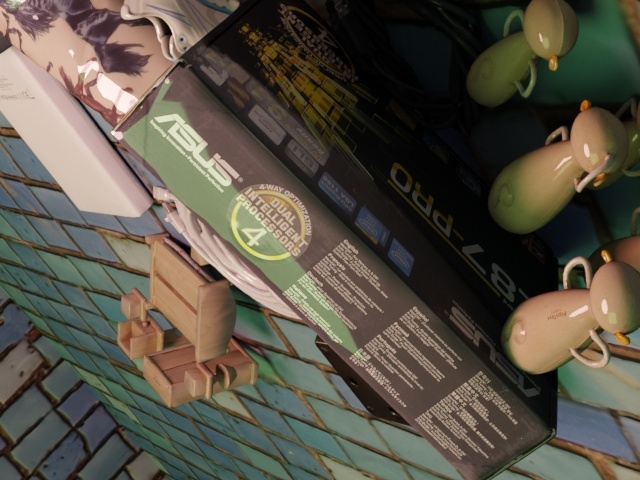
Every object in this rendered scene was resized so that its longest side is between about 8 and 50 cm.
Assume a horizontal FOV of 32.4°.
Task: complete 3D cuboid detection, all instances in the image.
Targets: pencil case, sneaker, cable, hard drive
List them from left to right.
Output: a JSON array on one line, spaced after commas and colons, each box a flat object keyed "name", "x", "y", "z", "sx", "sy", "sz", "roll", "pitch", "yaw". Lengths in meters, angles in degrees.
[{"name": "hard drive", "x": -0.431, "y": -0.188, "z": 1.757, "sx": 0.233, "sy": 0.047, "sz": 0.353, "roll": 8, "pitch": 138, "yaw": 53}, {"name": "pencil case", "x": -0.184, "y": -0.185, "z": 1.211, "sx": 0.410, "sy": 0.160, "sz": 0.183, "roll": 42, "pitch": -171, "yaw": 7}, {"name": "sneaker", "x": -0.117, "y": -0.209, "z": 1.105, "sx": 0.190, "sy": 0.083, "sz": 0.071, "roll": 24, "pitch": 172, "yaw": -28}, {"name": "cable", "x": -0.080, "y": -0.006, "z": 1.451, "sx": 0.257, "sy": 0.089, "sz": 0.257, "roll": 51, "pitch": 155, "yaw": -19}, {"name": "cable", "x": 0.089, "y": -0.169, "z": 0.961, "sx": 0.184, "sy": 0.047, "sz": 0.150, "roll": 53, "pitch": 150, "yaw": -16}]

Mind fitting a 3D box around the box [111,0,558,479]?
[{"name": "box", "x": 0.040, "y": -0.028, "z": 0.938, "sx": 0.395, "sy": 0.318, "sz": 0.097, "roll": 45, "pitch": 117, "yaw": -9}]

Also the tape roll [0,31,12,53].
[{"name": "tape roll", "x": -0.505, "y": -0.346, "z": 1.506, "sx": 0.219, "sy": 0.072, "sz": 0.219, "roll": 23, "pitch": 138, "yaw": 22}]

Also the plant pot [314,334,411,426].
[{"name": "plant pot", "x": 0.110, "y": 0.106, "z": 1.235, "sx": 0.188, "sy": 0.167, "sz": 0.187, "roll": 2, "pitch": 135, "yaw": 56}]

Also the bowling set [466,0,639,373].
[{"name": "bowling set", "x": 0.234, "y": -0.046, "z": 0.826, "sx": 0.154, "sy": 0.200, "sz": 0.287, "roll": 137, "pitch": 129, "yaw": -62}]

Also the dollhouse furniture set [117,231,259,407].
[{"name": "dollhouse furniture set", "x": -0.204, "y": 0.082, "z": 1.870, "sx": 0.303, "sy": 0.174, "sz": 0.355, "roll": 38, "pitch": 130, "yaw": 45}]

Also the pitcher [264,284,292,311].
[{"name": "pitcher", "x": 0.000, "y": 0.000, "z": 1.149, "sx": 0.207, "sy": 0.125, "sz": 0.178, "roll": -160, "pitch": 51, "yaw": -71}]
